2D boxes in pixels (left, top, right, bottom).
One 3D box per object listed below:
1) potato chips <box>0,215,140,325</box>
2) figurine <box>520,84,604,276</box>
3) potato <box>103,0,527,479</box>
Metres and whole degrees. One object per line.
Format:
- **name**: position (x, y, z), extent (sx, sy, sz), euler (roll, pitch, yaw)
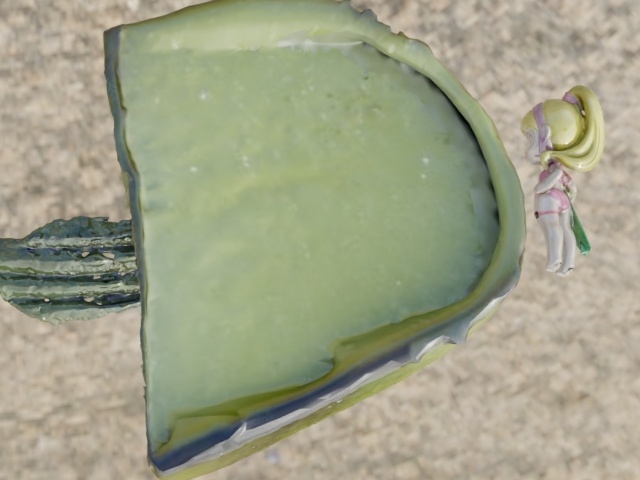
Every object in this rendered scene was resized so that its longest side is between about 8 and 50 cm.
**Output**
- **potato chips**: position (-0.178, 0.020, 1.346), extent (0.208, 0.028, 0.091), euler (-8, 104, -8)
- **figurine**: position (0.237, -0.059, 1.530), extent (0.083, 0.187, 0.083), euler (1, 163, 0)
- **potato**: position (0.000, 0.000, 1.154), extent (0.280, 0.330, 0.213), euler (-10, 165, 0)
